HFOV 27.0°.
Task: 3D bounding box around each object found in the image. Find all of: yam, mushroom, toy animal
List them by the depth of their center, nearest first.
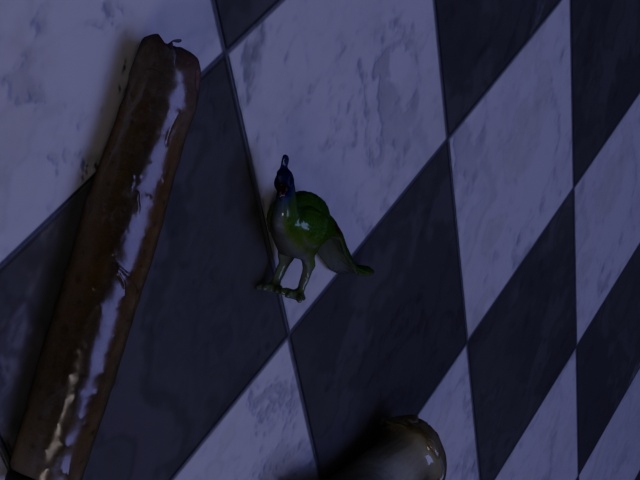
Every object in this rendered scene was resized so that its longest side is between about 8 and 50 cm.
[{"bbox_3d":[-0.117,0.015,0.734,0.046,0.046,0.263,13,95,-62],"label":"yam"},{"bbox_3d":[-0.007,0.015,0.939,0.075,0.041,0.217,-67,156,-14],"label":"toy animal"},{"bbox_3d":[0.034,0.209,1.078,0.223,0.081,0.092,-23,145,-58],"label":"mushroom"}]
